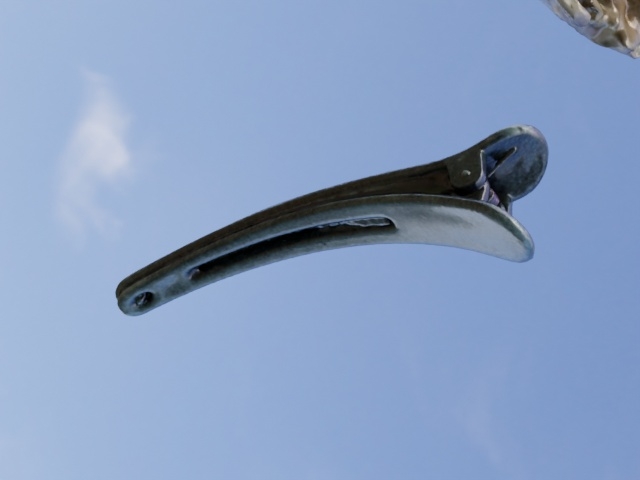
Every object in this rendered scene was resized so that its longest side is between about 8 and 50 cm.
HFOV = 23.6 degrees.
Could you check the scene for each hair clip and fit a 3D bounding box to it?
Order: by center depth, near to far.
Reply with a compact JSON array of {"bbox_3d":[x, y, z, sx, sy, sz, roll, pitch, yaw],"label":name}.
[{"bbox_3d":[0.000,0.000,0.879,0.275,0.048,0.083,-14,-135,30],"label":"hair clip"}]

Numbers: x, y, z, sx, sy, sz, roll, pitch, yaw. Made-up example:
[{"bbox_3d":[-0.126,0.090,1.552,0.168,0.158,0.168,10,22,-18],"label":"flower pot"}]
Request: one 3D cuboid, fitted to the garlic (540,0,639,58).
[{"bbox_3d":[0.118,-0.191,0.676,0.143,0.229,0.178,35,-78,37],"label":"garlic"}]
